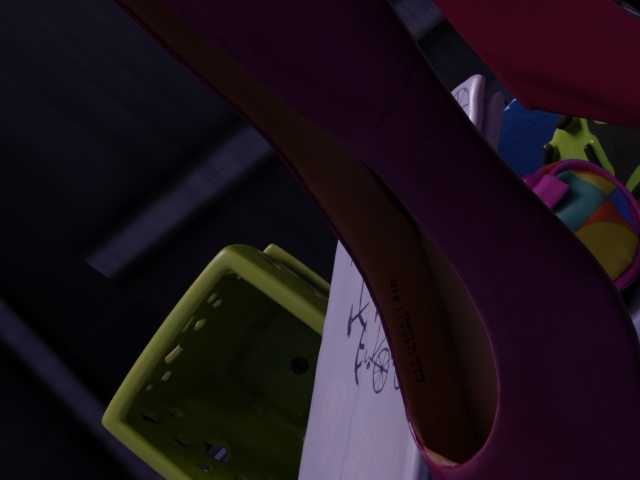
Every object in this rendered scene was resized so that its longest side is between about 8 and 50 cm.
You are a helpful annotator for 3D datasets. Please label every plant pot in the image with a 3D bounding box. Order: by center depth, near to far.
[{"bbox_3d":[-0.045,0.142,1.269,0.227,0.228,0.207,-53,-5,13],"label":"plant pot"}]

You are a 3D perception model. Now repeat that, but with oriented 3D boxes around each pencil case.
[{"bbox_3d":[0.127,0.026,0.872,0.104,0.104,0.236,-55,5,-27],"label":"pencil case"}]

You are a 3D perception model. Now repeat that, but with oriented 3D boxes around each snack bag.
[{"bbox_3d":[0.039,0.075,0.913,0.342,0.037,0.323,149,131,-74],"label":"snack bag"}]

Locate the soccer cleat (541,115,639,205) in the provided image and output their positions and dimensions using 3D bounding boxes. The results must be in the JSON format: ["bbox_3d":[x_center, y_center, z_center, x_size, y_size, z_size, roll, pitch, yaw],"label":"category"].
[{"bbox_3d":[0.250,-0.103,0.834,0.121,0.093,0.289,-20,-22,-32],"label":"soccer cleat"}]

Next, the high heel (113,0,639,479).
[{"bbox_3d":[0.000,0.000,0.467,0.181,0.377,0.127,-17,2,-22],"label":"high heel"}]

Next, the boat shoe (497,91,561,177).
[{"bbox_3d":[0.186,-0.077,1.210,0.258,0.109,0.089,-50,0,27],"label":"boat shoe"}]

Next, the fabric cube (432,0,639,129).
[{"bbox_3d":[0.171,-0.215,0.592,0.259,0.254,0.258,-54,30,-7],"label":"fabric cube"}]
